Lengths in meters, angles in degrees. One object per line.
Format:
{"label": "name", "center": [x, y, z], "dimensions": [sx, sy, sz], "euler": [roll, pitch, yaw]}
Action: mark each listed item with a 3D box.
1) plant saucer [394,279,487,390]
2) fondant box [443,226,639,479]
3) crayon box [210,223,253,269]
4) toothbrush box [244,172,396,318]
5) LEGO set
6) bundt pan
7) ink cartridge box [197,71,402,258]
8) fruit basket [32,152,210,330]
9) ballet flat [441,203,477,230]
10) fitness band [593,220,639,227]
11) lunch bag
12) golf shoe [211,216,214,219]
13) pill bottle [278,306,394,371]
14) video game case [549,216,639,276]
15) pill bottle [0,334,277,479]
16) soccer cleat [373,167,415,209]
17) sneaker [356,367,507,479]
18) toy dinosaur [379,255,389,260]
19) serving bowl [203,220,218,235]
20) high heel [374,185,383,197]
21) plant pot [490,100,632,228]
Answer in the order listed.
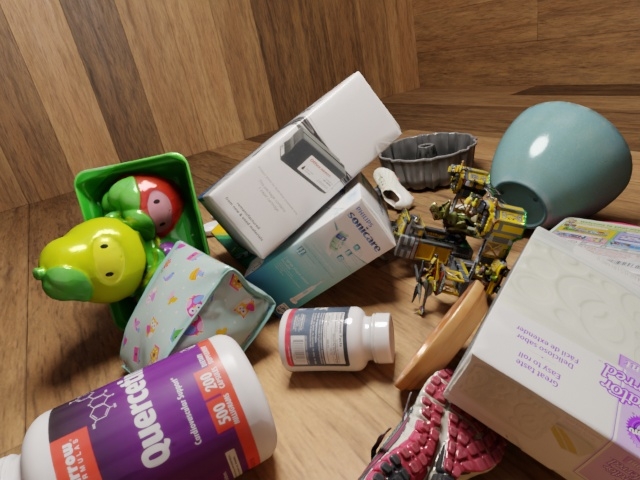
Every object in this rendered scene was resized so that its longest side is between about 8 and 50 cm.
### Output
{"label": "plant saucer", "center": [0.184, 0.147, 0.674], "dimensions": [0.037, 0.200, 0.200], "euler": [37, 44, 15]}
{"label": "fondant box", "center": [0.337, 0.138, 0.589], "dimensions": [0.238, 0.096, 0.330], "euler": [31, 43, 19]}
{"label": "crayon box", "center": [-0.150, -0.069, 1.238], "dimensions": [0.278, 0.081, 0.165], "euler": [-46, 38, -7]}
{"label": "toothbrush box", "center": [0.000, 0.000, 0.984], "dimensions": [0.296, 0.126, 0.216], "euler": [-33, 19, 17]}
{"label": "LEGO set", "center": [0.241, -0.029, 0.916], "dimensions": [0.192, 0.255, 0.331], "euler": [12, 33, -3]}
{"label": "bundt pan", "center": [0.359, -0.263, 1.536], "dimensions": [0.331, 0.124, 0.331], "euler": [-9, 25, 4]}
{"label": "ink cartridge box", "center": [-0.059, -0.160, 1.007], "dimensions": [0.395, 0.166, 0.285], "euler": [-42, 16, -12]}
{"label": "fruit basket", "center": [-0.386, 0.017, 0.964], "dimensions": [0.283, 0.392, 0.392], "euler": [-12, 24, 0]}
{"label": "ballet flat", "center": [0.392, -0.053, 1.128], "dimensions": [0.072, 0.068, 0.213], "euler": [-28, 29, -35]}
{"label": "fitness band", "center": [0.587, 0.035, 0.875], "dimensions": [0.209, 0.054, 0.291], "euler": [-18, 26, -20]}
{"label": "lunch bag", "center": [-0.245, 0.160, 0.837], "dimensions": [0.223, 0.160, 0.262], "euler": [18, 70, 47]}
{"label": "golf shoe", "center": [-0.304, -0.118, 1.578], "dimensions": [0.094, 0.077, 0.198], "euler": [-13, 11, 28]}
{"label": "pill bottle", "center": [0.030, 0.165, 0.765], "dimensions": [0.180, 0.108, 0.108], "euler": [-4, 25, 15]}
{"label": "video game case", "center": [0.531, 0.012, 0.849], "dimensions": [0.193, 0.023, 0.212], "euler": [-26, 28, -35]}
{"label": "pill bottle", "center": [-0.230, 0.263, 0.580], "dimensions": [0.323, 0.181, 0.181], "euler": [-22, 26, -22]}
{"label": "soccer cleat", "center": [0.209, -0.162, 1.390], "dimensions": [0.076, 0.068, 0.196], "euler": [-7, 43, -29]}
{"label": "sneaker", "center": [0.116, 0.256, 0.538], "dimensions": [0.299, 0.112, 0.121], "euler": [-21, 65, -45]}
{"label": "toy dinosaur", "center": [0.061, -0.007, 1.180], "dimensions": [0.118, 0.064, 0.268], "euler": [-5, 23, -21]}
{"label": "serving bowl", "center": [-0.346, -0.036, 1.475], "dimensions": [0.083, 0.027, 0.083], "euler": [-10, 25, 5]}
{"label": "high heel", "center": [0.066, -0.154, 1.459], "dimensions": [0.261, 0.093, 0.186], "euler": [10, 25, 23]}
{"label": "plant pot", "center": [0.508, -0.139, 1.044], "dimensions": [0.195, 0.290, 0.290], "euler": [-41, 34, -20]}
